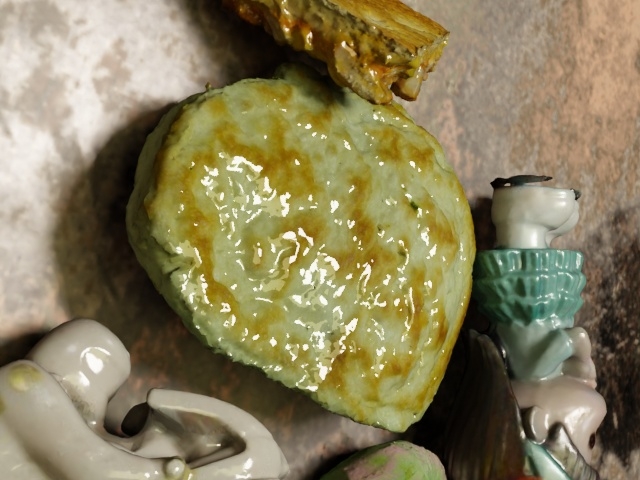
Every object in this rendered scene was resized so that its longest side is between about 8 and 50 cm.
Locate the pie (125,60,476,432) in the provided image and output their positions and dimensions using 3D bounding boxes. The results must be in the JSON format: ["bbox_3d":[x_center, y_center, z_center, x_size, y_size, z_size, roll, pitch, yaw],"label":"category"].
[{"bbox_3d":[0.000,0.000,0.570,0.248,0.090,0.201,32,59,-32],"label":"pie"}]

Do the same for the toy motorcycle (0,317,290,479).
[{"bbox_3d":[-0.133,0.147,0.444,0.341,0.108,0.222,-6,71,-25],"label":"toy motorcycle"}]

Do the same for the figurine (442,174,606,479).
[{"bbox_3d":[0.136,0.081,0.652,0.138,0.110,0.245,22,69,-68],"label":"figurine"}]

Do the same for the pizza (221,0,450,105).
[{"bbox_3d":[0.011,-0.123,0.562,0.175,0.134,0.046,19,117,-25],"label":"pizza"}]

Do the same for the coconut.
[{"bbox_3d":[0.045,0.167,0.613,0.083,0.081,0.082,48,51,-18],"label":"coconut"}]
